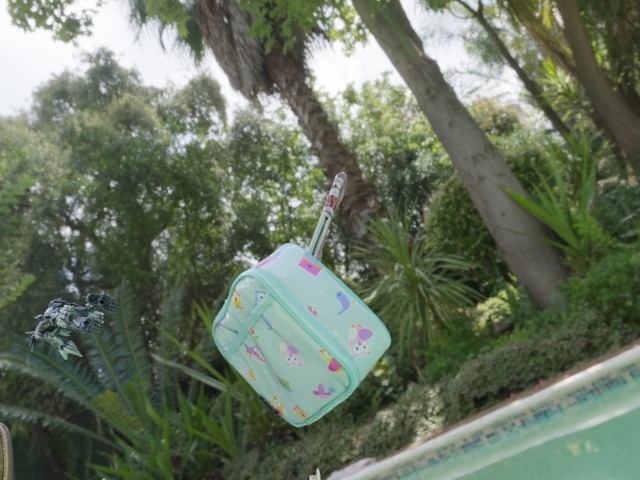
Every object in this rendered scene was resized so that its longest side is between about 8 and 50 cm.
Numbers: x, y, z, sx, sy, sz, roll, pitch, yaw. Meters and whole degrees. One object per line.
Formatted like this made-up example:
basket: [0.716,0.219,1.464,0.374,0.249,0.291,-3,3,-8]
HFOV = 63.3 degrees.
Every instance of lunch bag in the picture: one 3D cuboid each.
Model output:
lunch bag: [-0.048,0.142,0.749,0.108,0.224,0.279,-42,-7,-38]

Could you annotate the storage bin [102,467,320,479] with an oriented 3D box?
storage bin: [-0.137,0.402,0.669,0.263,0.123,0.260,1,-46,-7]

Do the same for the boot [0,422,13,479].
boot: [-0.554,0.420,0.763,0.113,0.305,0.115,-13,-33,29]

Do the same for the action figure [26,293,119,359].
action figure: [-0.650,0.224,1.355,0.276,0.164,0.141,-17,-51,35]

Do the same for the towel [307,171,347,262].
towel: [0.000,0.000,1.091,0.329,0.037,0.236,-71,0,-70]
